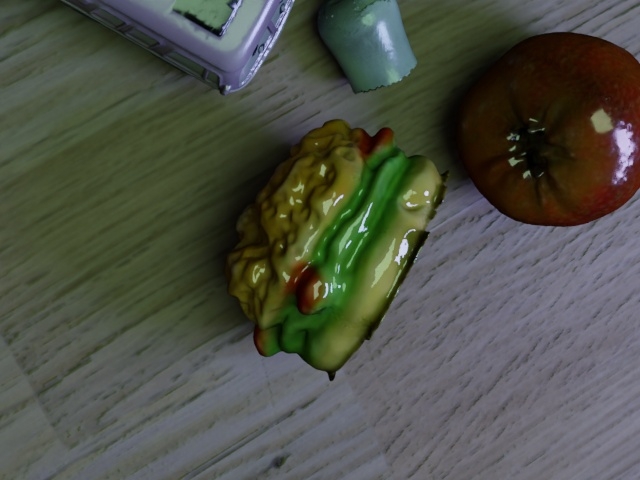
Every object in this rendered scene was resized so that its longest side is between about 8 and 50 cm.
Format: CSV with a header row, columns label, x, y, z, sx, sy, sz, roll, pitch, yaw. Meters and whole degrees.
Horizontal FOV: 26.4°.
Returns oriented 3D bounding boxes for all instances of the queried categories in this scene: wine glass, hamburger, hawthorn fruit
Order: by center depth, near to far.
label,x,y,z,sx,sy,sz,roll,pitch,yaw
hamburger,0.000,0.000,1.230,0.148,0.237,0.237,29,87,-6
wine glass,0.021,-0.236,1.267,0.079,0.079,0.196,-32,110,-15
hawthorn fruit,0.252,-0.114,1.346,0.225,0.196,0.197,-25,111,-49

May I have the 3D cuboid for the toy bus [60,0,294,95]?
label,x,y,z,sx,sy,sz,roll,pitch,yaw
toy bus,-0.122,-0.224,1.173,0.202,0.142,0.142,28,87,-24
